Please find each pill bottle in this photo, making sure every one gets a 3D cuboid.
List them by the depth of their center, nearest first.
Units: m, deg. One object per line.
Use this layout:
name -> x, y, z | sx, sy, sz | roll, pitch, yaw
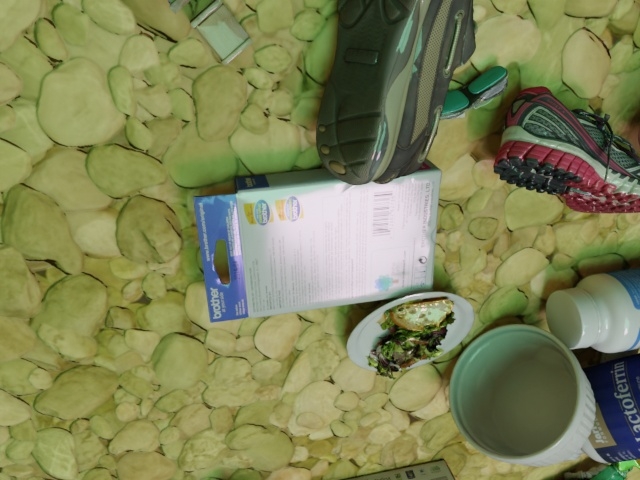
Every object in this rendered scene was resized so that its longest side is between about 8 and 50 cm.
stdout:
pill bottle -> 0.478, 0.108, 0.818 | 0.221, 0.124, 0.125 | -6, 117, -10
pill bottle -> 0.489, 0.270, 0.839 | 0.153, 0.153, 0.264 | 38, 132, -26

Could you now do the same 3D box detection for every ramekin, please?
ramekin -> 0.316, 0.244, 0.808 | 0.207, 0.207, 0.109 | -46, 127, 11

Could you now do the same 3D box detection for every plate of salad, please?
plate of salad -> 0.138, 0.149, 0.778 | 0.199, 0.048, 0.200 | -9, 136, -9

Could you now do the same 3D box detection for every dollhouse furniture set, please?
dollhouse furniture set -> -0.091, -0.288, 0.497 | 0.160, 0.101, 0.182 | -38, 118, 7

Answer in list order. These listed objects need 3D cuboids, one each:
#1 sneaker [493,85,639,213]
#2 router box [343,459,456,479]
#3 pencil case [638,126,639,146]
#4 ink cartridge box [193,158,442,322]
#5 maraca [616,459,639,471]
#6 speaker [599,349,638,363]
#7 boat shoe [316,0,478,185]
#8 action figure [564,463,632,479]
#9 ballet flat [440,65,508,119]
sneaker -> 0.367, -0.107, 0.693 | 0.298, 0.120, 0.112 | 17, 81, -28
router box -> 0.085, 0.580, 0.987 | 0.335, 0.082, 0.302 | -7, 118, -10
pencil case -> 0.602, -0.059, 0.689 | 0.386, 0.167, 0.160 | 40, 117, -10
ink cartridge box -> 0.000, 0.000, 0.686 | 0.310, 0.065, 0.186 | -8, 118, -12
maraca -> 0.652, 0.399, 1.021 | 0.185, 0.099, 0.128 | 1, 85, 2
speaker -> 0.522, 0.202, 0.914 | 0.055, 0.055, 0.136 | -10, 117, -8
boat shoe -> 0.097, -0.234, 0.573 | 0.130, 0.132, 0.356 | 0, 115, -42
action figure -> 0.534, 0.515, 1.070 | 0.232, 0.063, 0.137 | -36, 117, 11
ballet flat -> 0.185, -0.175, 0.657 | 0.114, 0.041, 0.041 | -28, 119, 3
